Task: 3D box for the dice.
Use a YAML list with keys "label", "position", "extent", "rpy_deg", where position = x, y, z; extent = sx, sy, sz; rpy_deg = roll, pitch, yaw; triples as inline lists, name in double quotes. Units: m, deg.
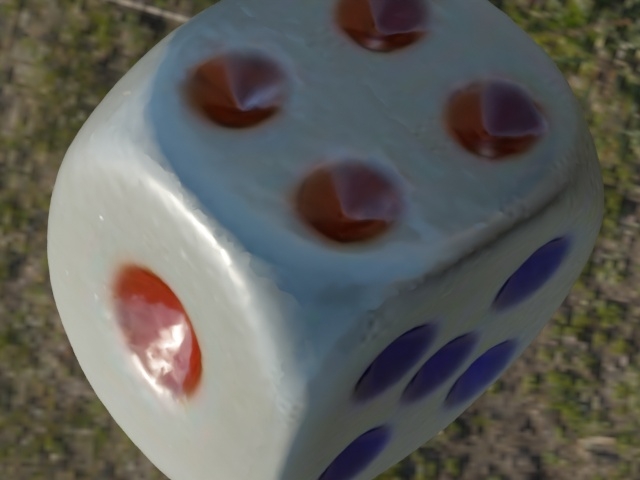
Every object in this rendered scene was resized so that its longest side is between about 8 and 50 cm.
- label: "dice"
  position: [0.000, 0.000, 1.350]
  extent: [0.277, 0.304, 0.304]
  rpy_deg: [47, 147, 23]
